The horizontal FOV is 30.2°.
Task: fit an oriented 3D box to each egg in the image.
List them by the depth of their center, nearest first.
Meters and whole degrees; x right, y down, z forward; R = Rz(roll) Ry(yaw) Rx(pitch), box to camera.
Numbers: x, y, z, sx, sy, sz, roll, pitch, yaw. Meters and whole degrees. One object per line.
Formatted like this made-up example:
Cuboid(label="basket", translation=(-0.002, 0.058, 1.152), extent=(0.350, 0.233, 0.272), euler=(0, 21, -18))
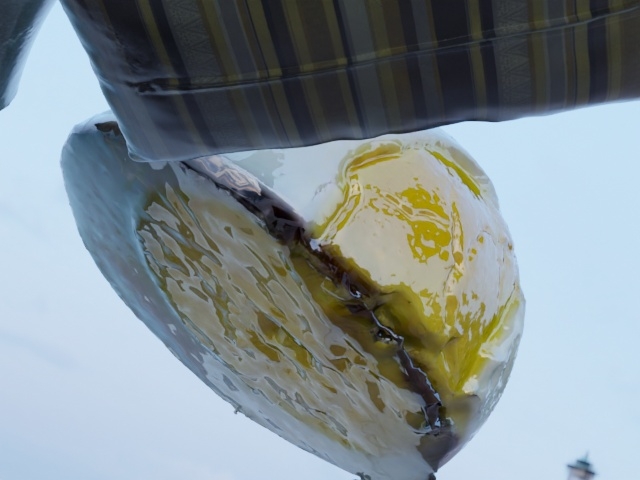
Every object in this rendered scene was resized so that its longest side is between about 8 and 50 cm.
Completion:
Cuboid(label="egg", translation=(0.000, 0.000, 0.829), extent=(0.337, 0.201, 0.337), euler=(31, -32, 22))

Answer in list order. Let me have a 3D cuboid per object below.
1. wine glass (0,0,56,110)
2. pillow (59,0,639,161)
Cuboid(label="wine glass", translation=(-0.186, -0.170, 0.670), extent=(0.103, 0.103, 0.231), euler=(25, -44, -13))
Cuboid(label="pillow", translation=(0.019, -0.072, 0.383), extent=(0.203, 0.038, 0.113), euler=(-8, -37, 8))
